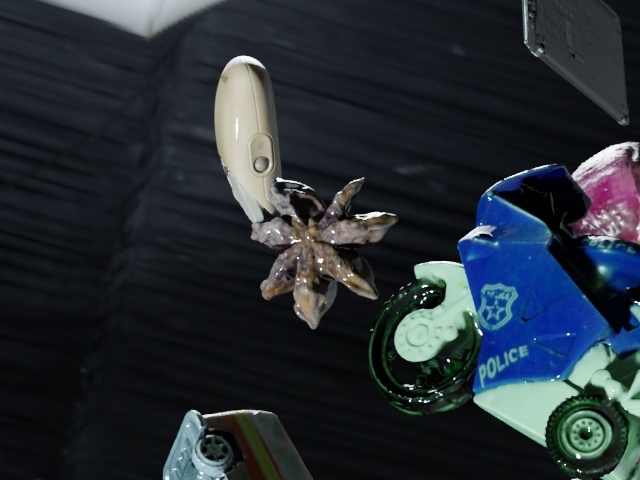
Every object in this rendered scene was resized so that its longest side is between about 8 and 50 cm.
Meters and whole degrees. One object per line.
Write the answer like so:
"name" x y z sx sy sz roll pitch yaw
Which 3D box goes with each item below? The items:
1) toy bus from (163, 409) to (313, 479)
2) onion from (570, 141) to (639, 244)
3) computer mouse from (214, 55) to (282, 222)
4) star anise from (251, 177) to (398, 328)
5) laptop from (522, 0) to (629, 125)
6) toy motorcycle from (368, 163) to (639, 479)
"toy bus" -0.048 0.283 1.289 0.265 0.120 0.121 58 141 34
"onion" 0.385 -0.001 1.769 0.349 0.159 0.267 -43 -62 -65
"computer mouse" -0.107 -0.147 2.003 0.145 0.082 0.236 -123 27 -62
"star anise" -0.006 0.016 1.778 0.073 0.212 0.196 17 -103 -60
"laptop" 0.235 -0.193 1.273 0.016 0.180 0.129 -17 61 34
"toy motorcycle" 0.183 0.060 0.881 0.331 0.125 0.196 17 76 39
